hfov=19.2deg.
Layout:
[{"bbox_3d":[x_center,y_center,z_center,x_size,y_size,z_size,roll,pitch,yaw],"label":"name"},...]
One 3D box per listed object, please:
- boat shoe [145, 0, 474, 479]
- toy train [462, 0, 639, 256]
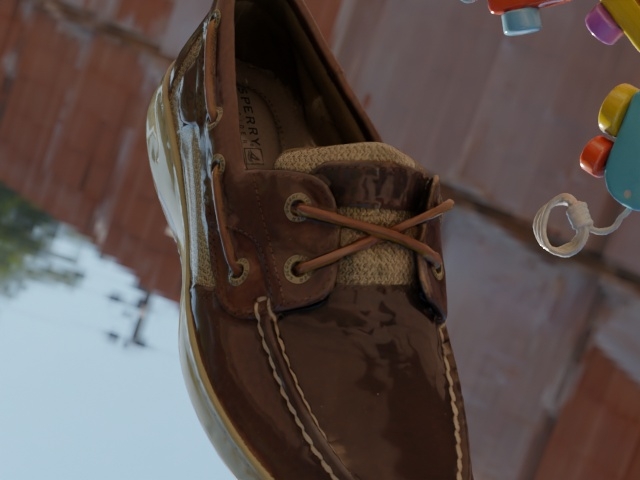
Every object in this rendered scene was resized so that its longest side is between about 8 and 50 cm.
[{"bbox_3d":[0.000,0.000,0.913,0.123,0.123,0.342,4,-134,-24],"label":"boat shoe"},{"bbox_3d":[0.134,-0.081,0.883,0.125,0.166,0.046,-16,174,42],"label":"toy train"}]
